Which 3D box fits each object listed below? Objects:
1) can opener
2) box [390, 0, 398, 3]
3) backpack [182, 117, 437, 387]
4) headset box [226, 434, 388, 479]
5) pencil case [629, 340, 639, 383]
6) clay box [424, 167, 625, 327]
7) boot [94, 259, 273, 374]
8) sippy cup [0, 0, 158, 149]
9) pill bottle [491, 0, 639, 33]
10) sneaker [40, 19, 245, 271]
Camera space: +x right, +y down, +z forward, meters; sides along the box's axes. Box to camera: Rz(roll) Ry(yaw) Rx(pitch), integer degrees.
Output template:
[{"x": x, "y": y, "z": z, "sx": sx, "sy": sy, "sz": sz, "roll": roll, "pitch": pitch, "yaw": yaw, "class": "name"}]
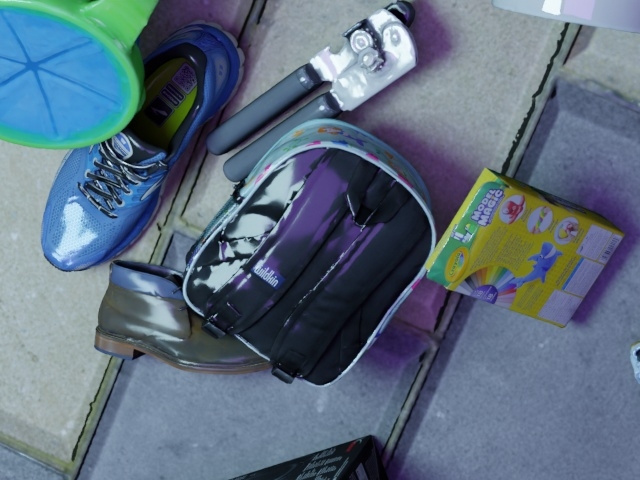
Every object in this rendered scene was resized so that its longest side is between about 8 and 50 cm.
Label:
[{"x": -0.003, "y": -0.160, "z": 1.930, "sx": 0.280, "sy": 0.093, "sz": 0.074, "roll": -34, "pitch": 89, "yaw": 23, "class": "can opener"}, {"x": 0.001, "y": -0.403, "z": 1.849, "sx": 0.311, "sy": 0.121, "sz": 0.148, "roll": 35, "pitch": 121, "yaw": 5, "class": "box"}, {"x": 0.000, "y": 0.000, "z": 1.886, "sx": 0.225, "sy": 0.191, "sz": 0.253, "roll": 35, "pitch": 111, "yaw": -10, "class": "backpack"}, {"x": -0.077, "y": 0.331, "z": 1.945, "sx": 0.293, "sy": 0.218, "sz": 0.110, "roll": -19, "pitch": 94, "yaw": 13, "class": "headset box"}, {"x": 0.465, "y": 0.109, "z": 1.848, "sx": 0.273, "sy": 0.113, "sz": 0.124, "roll": -25, "pitch": 115, "yaw": 14, "class": "pencil case"}, {"x": 0.207, "y": 0.006, "z": 1.847, "sx": 0.127, "sy": 0.222, "sz": 0.053, "roll": -59, "pitch": 40, "yaw": 13, "class": "clay box"}, {"x": -0.154, "y": 0.088, "z": 1.995, "sx": 0.219, "sy": 0.082, "sz": 0.106, "roll": 8, "pitch": 103, "yaw": 13, "class": "boot"}, {"x": -0.284, "y": -0.253, "z": 1.849, "sx": 0.306, "sy": 0.240, "sz": 0.224, "roll": 3, "pitch": 54, "yaw": 8, "class": "sippy cup"}, {"x": 0.296, "y": -0.413, "z": 1.750, "sx": 0.224, "sy": 0.224, "sz": 0.392, "roll": 11, "pitch": 100, "yaw": 10, "class": "pill bottle"}, {"x": -0.219, "y": -0.103, "z": 1.946, "sx": 0.130, "sy": 0.147, "sz": 0.330, "roll": 36, "pitch": 105, "yaw": 5, "class": "sneaker"}]
